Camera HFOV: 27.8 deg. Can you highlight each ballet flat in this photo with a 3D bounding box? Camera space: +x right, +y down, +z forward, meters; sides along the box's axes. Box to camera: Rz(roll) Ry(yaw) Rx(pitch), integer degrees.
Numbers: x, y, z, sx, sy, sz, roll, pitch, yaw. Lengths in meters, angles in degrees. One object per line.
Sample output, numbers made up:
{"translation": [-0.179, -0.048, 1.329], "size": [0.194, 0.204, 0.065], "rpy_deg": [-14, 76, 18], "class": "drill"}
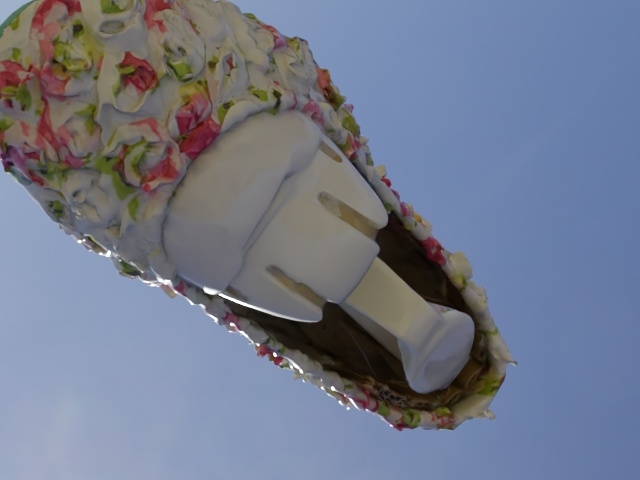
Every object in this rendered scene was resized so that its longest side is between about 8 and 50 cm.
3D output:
{"translation": [0.000, 0.000, 0.397], "size": [0.077, 0.241, 0.091], "rpy_deg": [37, -89, 36], "class": "ballet flat"}
